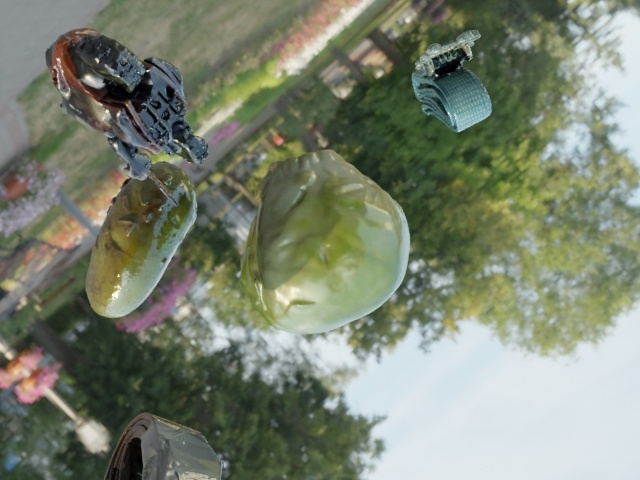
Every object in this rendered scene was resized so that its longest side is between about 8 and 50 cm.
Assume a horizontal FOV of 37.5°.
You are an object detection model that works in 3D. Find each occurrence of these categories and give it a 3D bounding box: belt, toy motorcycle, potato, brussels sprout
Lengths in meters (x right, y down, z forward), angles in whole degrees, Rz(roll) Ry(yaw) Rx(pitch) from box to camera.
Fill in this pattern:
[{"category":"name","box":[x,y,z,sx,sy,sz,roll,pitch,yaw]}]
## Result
[{"category":"belt","box":[-0.222,0.348,1.273,0.184,0.105,0.261,-54,-157,14]},{"category":"toy motorcycle","box":[-0.256,-0.174,1.307,0.134,0.207,0.401,-59,151,-10]},{"category":"belt","box":[0.136,-0.179,1.048,0.065,0.100,0.179,-23,-165,-3]},{"category":"potato","box":[-0.321,-0.001,1.638,0.298,0.141,0.176,-58,-170,5]},{"category":"brussels sprout","box":[0.011,0.007,1.574,0.242,0.273,0.317,-123,-136,-76]}]
